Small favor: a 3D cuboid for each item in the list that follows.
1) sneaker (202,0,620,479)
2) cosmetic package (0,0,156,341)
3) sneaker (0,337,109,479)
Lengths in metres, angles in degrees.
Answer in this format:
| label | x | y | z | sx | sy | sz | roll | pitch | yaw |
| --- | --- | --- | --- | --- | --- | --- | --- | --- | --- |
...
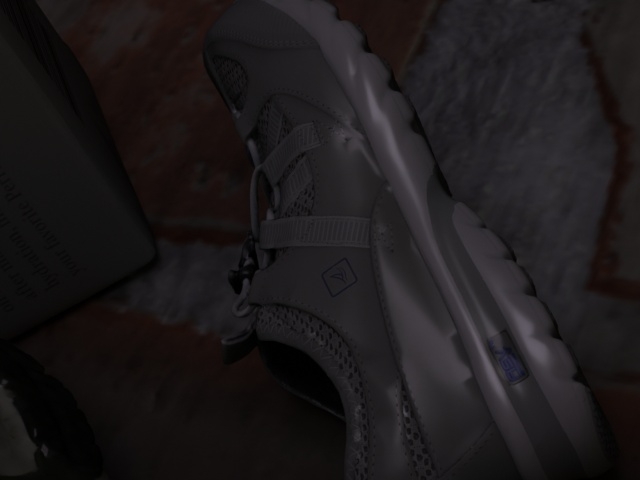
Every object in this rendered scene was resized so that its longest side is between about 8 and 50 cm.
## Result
| label | x | y | z | sx | sy | sz | roll | pitch | yaw |
| --- | --- | --- | --- | --- | --- | --- | --- | --- | --- |
| sneaker | 0.000 | 0.000 | 0.656 | 0.115 | 0.105 | 0.281 | -31 | 47 | 0 |
| cosmetic package | -0.332 | 0.002 | 0.734 | 0.453 | 0.230 | 0.161 | -29 | 46 | 1 |
| sneaker | -0.124 | 0.185 | 0.576 | 0.182 | 0.158 | 0.410 | -55 | 45 | 15 |
